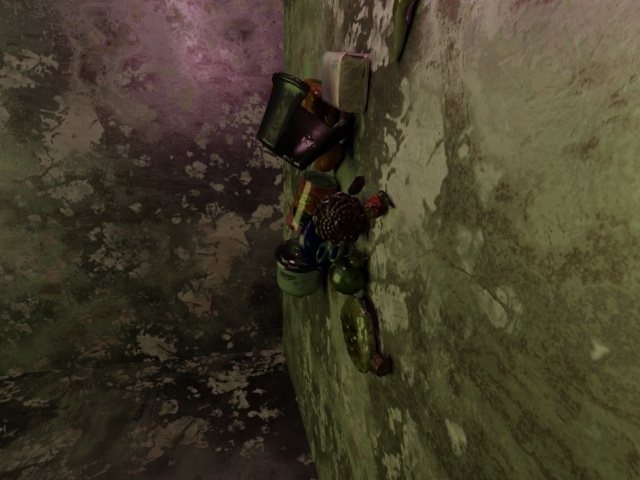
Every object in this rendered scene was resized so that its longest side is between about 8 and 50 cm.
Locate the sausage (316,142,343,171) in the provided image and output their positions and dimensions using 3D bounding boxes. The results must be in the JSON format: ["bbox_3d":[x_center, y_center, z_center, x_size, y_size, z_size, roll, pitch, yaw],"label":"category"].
[{"bbox_3d":[0.038,-0.365,1.855,0.238,0.098,0.098,151,116,-74],"label":"sausage"}]

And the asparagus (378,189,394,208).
[{"bbox_3d":[0.207,-0.124,1.307,0.021,0.025,0.108,45,-166,-37],"label":"asparagus"}]

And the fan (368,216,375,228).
[{"bbox_3d":[0.182,-0.082,1.474,0.060,0.003,0.080,102,161,-44],"label":"fan"}]

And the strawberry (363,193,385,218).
[{"bbox_3d":[0.182,-0.113,1.362,0.083,0.073,0.073,-58,-3,-27],"label":"strawberry"}]

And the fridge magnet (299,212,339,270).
[{"bbox_3d":[0.000,0.000,1.798,0.113,0.265,0.265,6,102,32],"label":"fridge magnet"}]

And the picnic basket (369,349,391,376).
[{"bbox_3d":[0.188,0.400,1.373,0.083,0.072,0.072,32,124,59],"label":"picnic basket"}]

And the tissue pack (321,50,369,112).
[{"bbox_3d":[0.086,-0.596,1.556,0.271,0.124,0.201,-120,27,-62],"label":"tissue pack"}]

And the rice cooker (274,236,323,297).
[{"bbox_3d":[-0.104,0.129,2.187,0.316,0.264,0.316,-47,-29,-37],"label":"rice cooker"}]

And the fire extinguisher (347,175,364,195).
[{"bbox_3d":[0.130,-0.204,1.599,0.056,0.039,0.132,-62,2,-20],"label":"fire extinguisher"}]

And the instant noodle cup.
[{"bbox_3d":[-0.029,-0.176,1.939,0.244,0.244,0.254,-110,30,-53],"label":"instant noodle cup"}]

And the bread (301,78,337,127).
[{"bbox_3d":[-0.010,-0.557,1.915,0.343,0.149,0.195,101,149,-43],"label":"bread"}]

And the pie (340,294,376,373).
[{"bbox_3d":[0.136,0.344,1.562,0.306,0.071,0.306,171,90,-77],"label":"pie"}]

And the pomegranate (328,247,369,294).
[{"bbox_3d":[0.102,0.118,1.568,0.148,0.149,0.169,-128,44,-69],"label":"pomegranate"}]

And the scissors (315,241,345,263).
[{"bbox_3d":[0.064,-0.034,1.699,0.138,0.041,0.289,-4,57,39],"label":"scissors"}]

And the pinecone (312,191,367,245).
[{"bbox_3d":[0.073,-0.081,1.547,0.208,0.208,0.207,178,90,-77],"label":"pinecone"}]

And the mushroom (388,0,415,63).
[{"bbox_3d":[0.220,-0.591,1.150,0.202,0.055,0.059,94,172,-48],"label":"mushroom"}]

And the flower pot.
[{"bbox_3d":[-0.093,-0.436,1.636,0.251,0.379,0.379,-56,17,2],"label":"flower pot"}]

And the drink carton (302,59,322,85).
[{"bbox_3d":[-0.033,-0.777,2.016,0.144,0.146,0.142,120,154,-66],"label":"drink carton"}]
